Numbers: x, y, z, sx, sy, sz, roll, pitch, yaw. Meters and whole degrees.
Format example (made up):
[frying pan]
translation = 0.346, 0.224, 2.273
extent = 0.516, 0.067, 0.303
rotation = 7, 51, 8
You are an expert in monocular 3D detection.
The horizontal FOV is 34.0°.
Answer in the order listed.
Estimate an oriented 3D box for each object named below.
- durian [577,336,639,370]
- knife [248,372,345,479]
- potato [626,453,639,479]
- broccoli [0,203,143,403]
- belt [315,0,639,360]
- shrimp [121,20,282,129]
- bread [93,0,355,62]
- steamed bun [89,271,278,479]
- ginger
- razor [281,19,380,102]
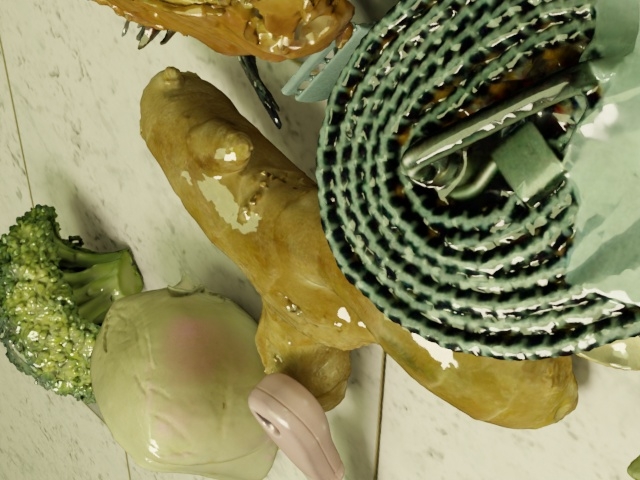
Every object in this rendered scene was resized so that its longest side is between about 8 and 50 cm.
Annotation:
[durian]
translation = 0.165, 0.029, 0.657
extent = 0.140, 0.071, 0.110
rotation = -13, 104, 33
[knife]
translation = 0.001, 0.228, 0.986
extent = 0.081, 0.043, 0.336
rotation = 29, 154, 36
[potato]
translation = 0.280, 0.169, 0.644
extent = 0.149, 0.081, 0.120
rotation = 44, 178, -4
[broccoli]
translation = -0.302, 0.074, 1.250
extent = 0.176, 0.226, 0.198
rotation = 6, 163, 15
[belt]
translation = 0.129, -0.046, 0.532
extent = 0.257, 0.150, 0.207
rotation = -24, 79, 35
[shrimp]
translation = -0.135, -0.249, 0.814
extent = 0.172, 0.137, 0.372
rotation = -141, 33, -83
[bread]
translation = -0.074, -0.202, 0.654
extent = 0.260, 0.147, 0.160
rotation = 16, 85, 24
[steamed bun]
translation = -0.126, 0.125, 1.031
extent = 0.239, 0.170, 0.152
rotation = 38, 113, 59
[ginger]
translation = -0.004, 0.010, 0.812
extent = 0.348, 0.122, 0.363
rotation = 54, 160, -17
[razor]
translation = -0.029, -0.222, 0.748
extent = 0.232, 0.068, 0.106
rotation = 61, 147, 7
